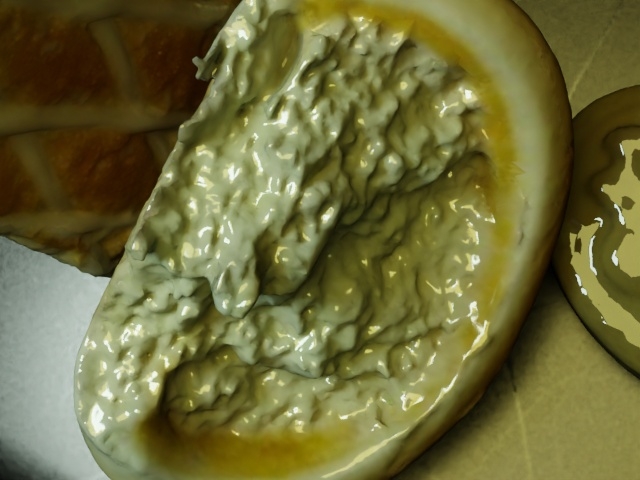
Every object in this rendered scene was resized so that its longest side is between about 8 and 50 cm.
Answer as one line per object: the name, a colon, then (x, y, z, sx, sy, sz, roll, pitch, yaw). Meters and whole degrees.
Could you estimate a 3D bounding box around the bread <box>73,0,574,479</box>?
bread: (-0.023, -0.012, 0.946, 0.245, 0.329, 0.424, 40, 108, 48)

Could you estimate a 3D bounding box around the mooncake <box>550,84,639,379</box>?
mooncake: (0.275, 0.002, 0.983, 0.235, 0.117, 0.234, -2, 78, 10)

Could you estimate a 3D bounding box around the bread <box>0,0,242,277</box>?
bread: (-0.212, -0.207, 0.972, 0.279, 0.390, 0.371, 36, 90, 25)
